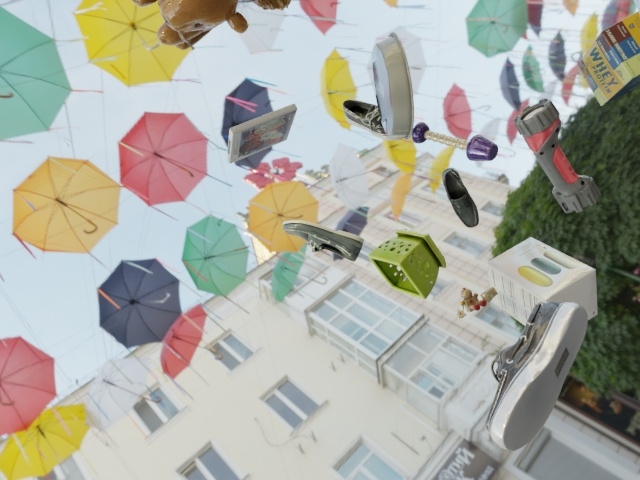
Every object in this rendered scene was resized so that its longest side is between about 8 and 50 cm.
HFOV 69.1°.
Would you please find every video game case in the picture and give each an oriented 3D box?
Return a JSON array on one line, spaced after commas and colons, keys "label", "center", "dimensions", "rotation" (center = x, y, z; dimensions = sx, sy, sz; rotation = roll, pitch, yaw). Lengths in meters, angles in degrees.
[{"label": "video game case", "center": [-0.170, -0.301, 1.324], "dimensions": [0.201, 0.023, 0.183], "rotation": [-28, -8, -20]}]

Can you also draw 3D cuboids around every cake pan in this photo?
[{"label": "cake pan", "center": [0.198, -0.424, 1.303], "dimensions": [0.054, 0.293, 0.293], "rotation": [-11, -52, 0]}]

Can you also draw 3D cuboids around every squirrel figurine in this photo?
[{"label": "squirrel figurine", "center": [-0.247, -0.620, 1.088], "dimensions": [0.397, 0.370, 0.281], "rotation": [-30, -54, -7]}]

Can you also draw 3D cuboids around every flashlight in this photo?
[{"label": "flashlight", "center": [0.618, -0.215, 1.197], "dimensions": [0.103, 0.103, 0.304], "rotation": [-45, -74, -13]}]

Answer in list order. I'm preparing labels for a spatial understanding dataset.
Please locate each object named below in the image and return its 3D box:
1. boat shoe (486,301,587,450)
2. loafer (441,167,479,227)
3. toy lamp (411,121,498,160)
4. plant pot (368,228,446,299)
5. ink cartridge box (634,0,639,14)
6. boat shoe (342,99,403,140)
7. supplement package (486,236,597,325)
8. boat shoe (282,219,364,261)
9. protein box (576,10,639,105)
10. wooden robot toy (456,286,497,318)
[{"label": "boat shoe", "center": [0.266, 0.163, 0.605], "dimensions": [0.228, 0.076, 0.080], "rotation": [-48, -60, -24]}, {"label": "loafer", "center": [0.472, -0.140, 1.578], "dimensions": [0.223, 0.076, 0.078], "rotation": [63, -152, -6]}, {"label": "toy lamp", "center": [0.399, -0.296, 1.387], "dimensions": [0.080, 0.274, 0.080], "rotation": [-22, -54, -33]}, {"label": "plant pot", "center": [0.381, 0.084, 1.978], "dimensions": [0.207, 0.227, 0.228], "rotation": [-47, -63, -15]}, {"label": "ink cartridge box", "center": [0.416, -0.293, 0.389], "dimensions": [0.395, 0.270, 0.151], "rotation": [58, -153, -9]}, {"label": "boat shoe", "center": [0.223, -0.501, 1.878], "dimensions": [0.113, 0.306, 0.105], "rotation": [-53, -29, -7]}, {"label": "supplement package", "center": [0.727, 0.157, 1.534], "dimensions": [0.199, 0.263, 0.198], "rotation": [-28, -59, -10]}, {"label": "boat shoe", "center": [0.000, 0.000, 1.749], "dimensions": [0.116, 0.319, 0.099], "rotation": [64, -140, -77]}, {"label": "protein box", "center": [0.791, -0.469, 1.149], "dimensions": [0.200, 0.136, 0.201], "rotation": [-28, -9, 11]}, {"label": "wooden robot toy", "center": [0.485, 0.179, 1.477], "dimensions": [0.173, 0.079, 0.076], "rotation": [-28, -7, -16]}]
